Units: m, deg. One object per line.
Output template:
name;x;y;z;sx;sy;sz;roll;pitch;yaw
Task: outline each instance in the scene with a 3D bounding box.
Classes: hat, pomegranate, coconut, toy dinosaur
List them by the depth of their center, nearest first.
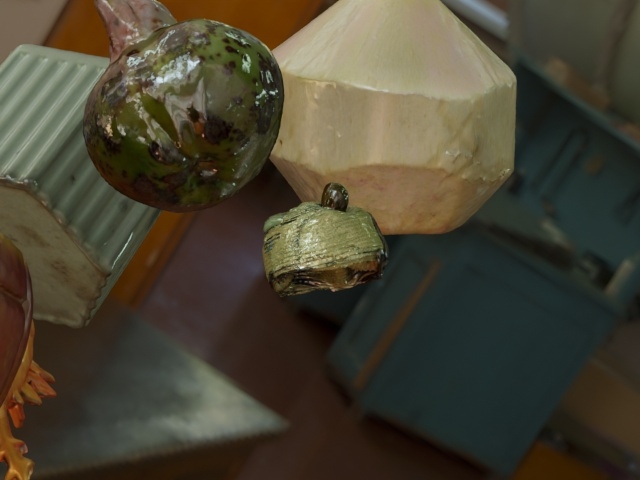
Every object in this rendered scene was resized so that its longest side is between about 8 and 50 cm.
toy dinosaur;-0.198;0.050;1.013;0.288;0.070;0.117;53;-9;37
hat;0.001;0.000;1.082;0.077;0.076;0.059;100;-23;-80
pomegranate;-0.101;-0.098;1.172;0.163;0.138;0.125;52;17;-5
coconut;0.069;-0.130;1.707;0.259;0.259;0.259;31;11;-6

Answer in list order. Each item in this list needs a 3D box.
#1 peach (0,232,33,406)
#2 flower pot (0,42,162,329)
peach;-0.270;0.039;0.800;0.248;0.245;0.274;45;9;35
flower pot;-0.267;-0.054;1.751;0.209;0.239;0.190;32;54;-3
